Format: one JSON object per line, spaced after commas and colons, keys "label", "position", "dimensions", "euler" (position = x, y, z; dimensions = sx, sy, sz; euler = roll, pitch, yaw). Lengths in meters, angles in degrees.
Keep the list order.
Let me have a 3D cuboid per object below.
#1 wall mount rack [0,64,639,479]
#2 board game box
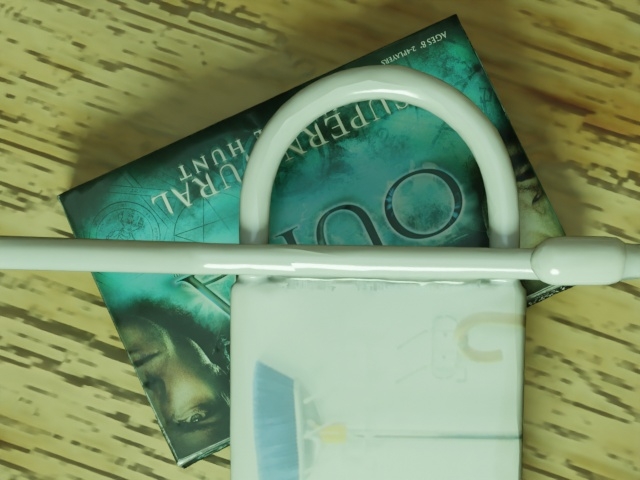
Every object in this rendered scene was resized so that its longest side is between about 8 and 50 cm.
{"label": "wall mount rack", "position": [-0.031, 0.103, 0.730], "dimensions": [0.304, 0.130, 0.350], "euler": [0, 88, 3]}
{"label": "board game box", "position": [0.000, 0.000, 0.820], "dimensions": [0.186, 0.026, 0.126], "euler": [-25, 80, -3]}
